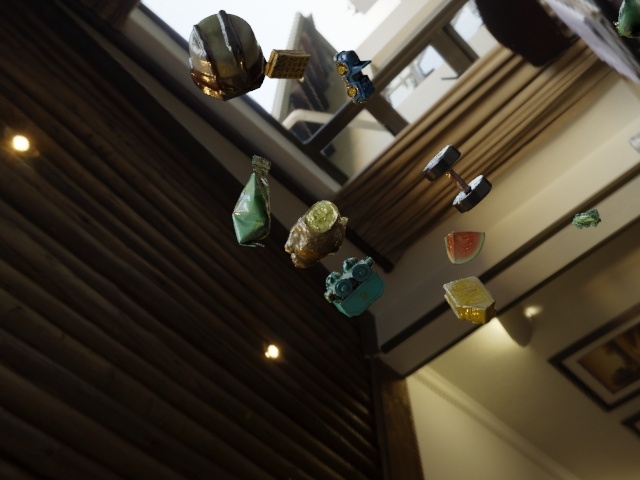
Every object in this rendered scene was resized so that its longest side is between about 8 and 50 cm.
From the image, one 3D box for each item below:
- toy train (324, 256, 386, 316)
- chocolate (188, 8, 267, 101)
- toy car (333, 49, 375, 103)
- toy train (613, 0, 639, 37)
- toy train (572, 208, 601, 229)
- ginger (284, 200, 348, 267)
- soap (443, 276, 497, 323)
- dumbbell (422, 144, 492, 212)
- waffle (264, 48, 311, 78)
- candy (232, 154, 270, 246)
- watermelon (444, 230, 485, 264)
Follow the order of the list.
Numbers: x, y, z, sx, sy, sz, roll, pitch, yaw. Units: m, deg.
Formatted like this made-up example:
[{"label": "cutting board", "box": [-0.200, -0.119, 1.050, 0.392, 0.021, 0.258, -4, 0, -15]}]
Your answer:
[{"label": "toy train", "box": [0.114, 0.150, 1.816, 0.154, 0.198, 0.107, 53, 170, -17]}, {"label": "chocolate", "box": [-0.328, -0.646, 1.910, 0.283, 0.284, 0.186, 54, 170, 13]}, {"label": "toy car", "box": [0.131, -0.571, 1.925, 0.191, 0.100, 0.097, 60, -142, -18]}, {"label": "toy train", "box": [0.544, -0.481, 0.870, 0.369, 0.237, 0.150, 42, 175, -29]}, {"label": "toy train", "box": [0.835, -0.066, 1.755, 0.053, 0.083, 0.033, 57, -133, -23]}, {"label": "ginger", "box": [0.000, 0.000, 1.676, 0.123, 0.219, 0.270, 41, 173, 27]}, {"label": "soap", "box": [0.631, 0.255, 2.331, 0.257, 0.160, 0.080, -109, 3, -64]}, {"label": "dumbbell", "box": [0.493, -0.222, 2.018, 0.218, 0.152, 0.152, 45, -156, -2]}, {"label": "waffle", "box": [-0.113, -0.599, 1.900, 0.148, 0.102, 0.042, -12, -125, -39]}, {"label": "candy", "box": [-0.282, -0.166, 2.444, 0.172, 0.397, 0.263, 13, -174, -1]}, {"label": "watermelon", "box": [0.438, -0.001, 1.716, 0.094, 0.135, 0.125, 47, -157, -27]}]
